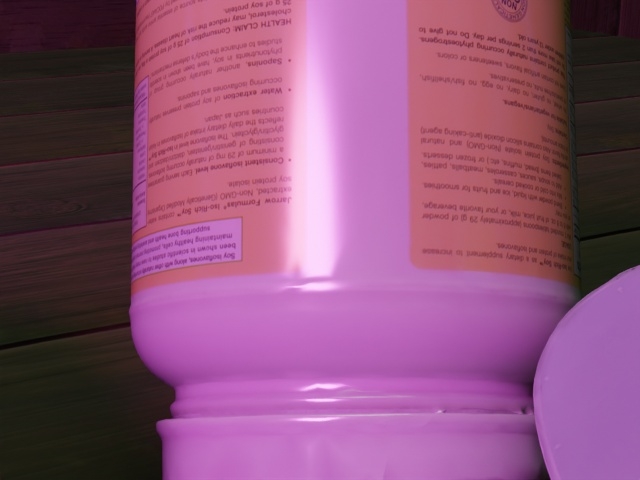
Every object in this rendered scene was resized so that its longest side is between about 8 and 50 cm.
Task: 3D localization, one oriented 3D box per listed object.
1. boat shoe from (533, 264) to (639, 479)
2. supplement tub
[{"bbox_3d":[0.158,0.181,0.430,0.136,0.156,0.367,-29,38,19],"label":"boat shoe"},{"bbox_3d":[0.018,-0.037,0.736,0.241,0.331,0.241,0,-9,0],"label":"supplement tub"}]
